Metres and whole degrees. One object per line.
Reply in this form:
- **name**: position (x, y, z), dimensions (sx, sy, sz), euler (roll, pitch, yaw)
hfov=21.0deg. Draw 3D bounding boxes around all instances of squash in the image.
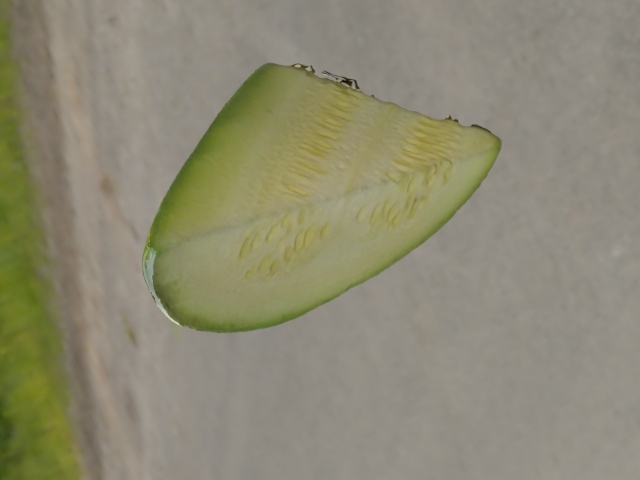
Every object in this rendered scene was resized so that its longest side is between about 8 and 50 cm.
- **squash**: position (0.000, 0.000, 1.192), dimensions (0.288, 0.203, 0.111), euler (-69, -2, -57)
